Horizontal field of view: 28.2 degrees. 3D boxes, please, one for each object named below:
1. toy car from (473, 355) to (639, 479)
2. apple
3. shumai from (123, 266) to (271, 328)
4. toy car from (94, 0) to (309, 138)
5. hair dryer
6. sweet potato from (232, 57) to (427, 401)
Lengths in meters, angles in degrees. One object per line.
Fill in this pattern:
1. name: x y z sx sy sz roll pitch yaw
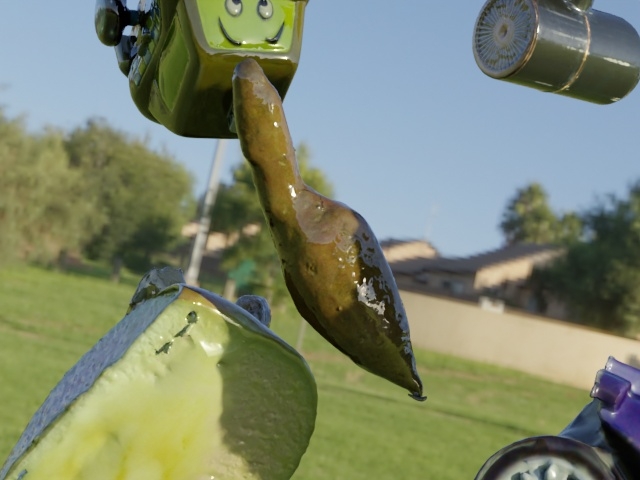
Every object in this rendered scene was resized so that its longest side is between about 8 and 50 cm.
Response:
1. toy car: 0.130 0.181 0.560 0.158 0.235 0.172 24 -4 17
2. apple: -0.125 0.156 1.012 0.193 0.265 0.120 39 11 -25
3. shumai: -0.141 0.122 1.317 0.153 0.209 0.161 28 -41 2
4. toy car: -0.091 -0.193 1.199 0.204 0.198 0.248 0 -41 -25
5. hair dryer: 0.312 -0.325 1.382 0.189 0.352 0.107 8 20 -35
6. sweet potato: -0.002 -0.002 0.902 0.074 0.269 0.075 -27 10 5
